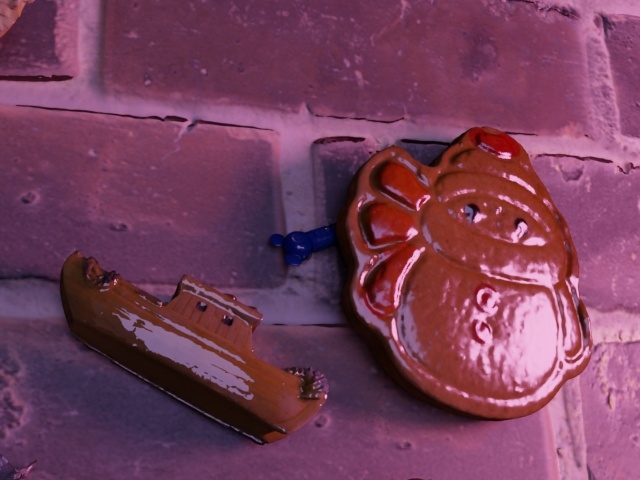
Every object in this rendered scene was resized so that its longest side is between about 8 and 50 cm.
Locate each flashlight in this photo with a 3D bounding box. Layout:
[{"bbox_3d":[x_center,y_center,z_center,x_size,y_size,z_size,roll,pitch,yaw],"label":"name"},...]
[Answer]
[{"bbox_3d":[0.000,0.000,1.178,0.121,0.035,0.057,-18,50,-28],"label":"flashlight"}]

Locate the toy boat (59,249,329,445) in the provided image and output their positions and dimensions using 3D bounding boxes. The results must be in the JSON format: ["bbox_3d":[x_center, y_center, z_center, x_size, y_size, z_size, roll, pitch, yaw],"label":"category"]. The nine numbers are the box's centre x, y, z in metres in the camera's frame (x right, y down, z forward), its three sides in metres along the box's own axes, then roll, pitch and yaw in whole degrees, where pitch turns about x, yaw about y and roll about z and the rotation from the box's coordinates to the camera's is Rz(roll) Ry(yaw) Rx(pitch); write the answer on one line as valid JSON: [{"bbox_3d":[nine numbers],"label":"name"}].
[{"bbox_3d":[-0.140,0.106,1.066,0.321,0.089,0.121,30,60,-5],"label":"toy boat"}]

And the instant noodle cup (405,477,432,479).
[{"bbox_3d":[0.040,0.370,0.978,0.255,0.244,0.244,-24,81,-32],"label":"instant noodle cup"}]

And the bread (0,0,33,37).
[{"bbox_3d":[-0.484,-0.272,1.023,0.316,0.211,0.270,-35,77,-33],"label":"bread"}]

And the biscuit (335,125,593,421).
[{"bbox_3d":[0.186,0.027,1.200,0.359,0.074,0.381,18,68,-20],"label":"biscuit"}]

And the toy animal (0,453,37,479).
[{"bbox_3d":[-0.312,0.241,0.995,0.050,0.028,0.084,-34,86,-16],"label":"toy animal"}]
